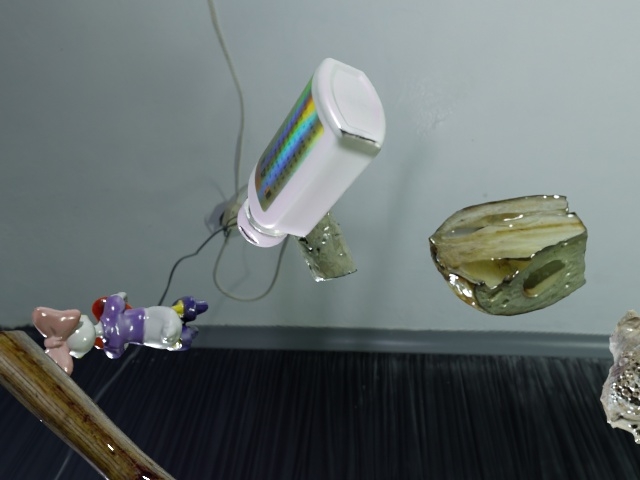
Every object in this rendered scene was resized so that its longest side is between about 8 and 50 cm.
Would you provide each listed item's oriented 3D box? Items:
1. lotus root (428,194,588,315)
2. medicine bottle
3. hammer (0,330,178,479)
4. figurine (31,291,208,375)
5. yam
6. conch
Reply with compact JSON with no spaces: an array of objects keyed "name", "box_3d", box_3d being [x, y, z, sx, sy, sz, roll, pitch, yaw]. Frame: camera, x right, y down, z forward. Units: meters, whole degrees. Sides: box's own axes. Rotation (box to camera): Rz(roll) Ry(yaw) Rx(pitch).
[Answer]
[{"name":"lotus root","box_3d":[0.356,0.033,0.973,0.314,0.210,0.142,-11,129,-9]},{"name":"medicine bottle","box_3d":[-0.021,-0.074,0.550,0.078,0.115,0.219,12,141,-28]},{"name":"hammer","box_3d":[-0.174,0.209,0.481,0.408,0.095,0.242,36,153,17]},{"name":"figurine","box_3d":[-0.426,0.199,1.131,0.193,0.420,0.154,8,93,43]},{"name":"yam","box_3d":[0.000,0.000,1.127,0.107,0.107,0.194,-30,81,24]},{"name":"conch","box_3d":[0.577,0.239,0.887,0.178,0.245,0.163,1,161,-4]}]
